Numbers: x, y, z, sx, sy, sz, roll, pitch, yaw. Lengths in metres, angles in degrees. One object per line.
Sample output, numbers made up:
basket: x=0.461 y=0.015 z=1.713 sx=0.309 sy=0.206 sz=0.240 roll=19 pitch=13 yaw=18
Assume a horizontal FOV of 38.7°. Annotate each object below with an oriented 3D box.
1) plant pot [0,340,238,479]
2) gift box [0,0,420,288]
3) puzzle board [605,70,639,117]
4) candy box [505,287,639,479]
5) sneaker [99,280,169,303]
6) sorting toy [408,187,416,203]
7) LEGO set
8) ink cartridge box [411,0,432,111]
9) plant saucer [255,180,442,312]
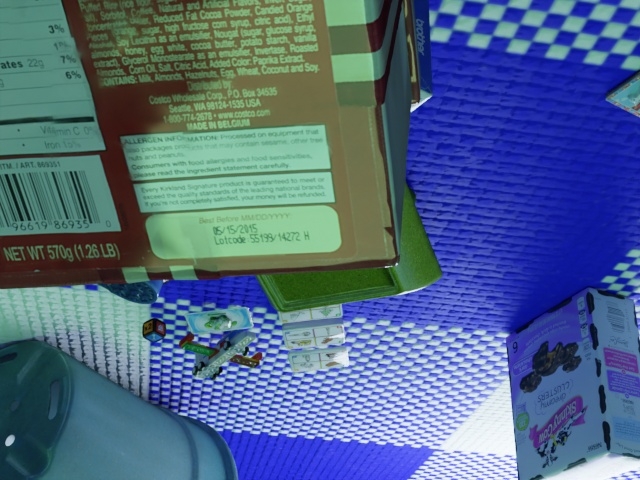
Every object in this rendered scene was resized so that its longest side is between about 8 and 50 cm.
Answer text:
plant pot: x=-0.346 y=0.328 z=1.265 sx=0.341 sy=0.341 sz=0.334 roll=-13 pitch=139 yaw=25
gift box: x=-0.078 y=-0.123 z=0.472 sx=0.255 sy=0.258 sz=0.276 roll=1 pitch=124 yaw=8
puzzle board: x=0.306 y=-0.127 z=0.715 sx=0.096 sy=0.011 sz=0.128 roll=19 pitch=147 yaw=-27
candy box: x=0.298 y=0.179 z=1.064 sx=0.070 sy=0.196 sz=0.165 roll=15 pitch=147 yaw=-21
sneaker: x=-0.233 y=-0.033 z=0.857 sx=0.232 sy=0.090 sz=0.081 roll=33 pitch=144 yaw=-9
sorting toy: x=0.054 y=-0.015 z=0.895 sx=0.061 sy=0.042 sz=0.102 roll=24 pitch=143 yaw=-33
LEGO set: x=-0.092 y=0.112 z=1.144 sx=0.244 sy=0.060 sz=0.182 roll=-7 pitch=144 yaw=1
ink cartridge box: x=0.001 y=-0.103 z=0.689 sx=0.046 sy=0.097 sz=0.207 roll=21 pitch=146 yaw=-29
plant saucer: x=0.000 y=0.000 z=0.864 sx=0.188 sy=0.045 sz=0.188 roll=-11 pitch=129 yaw=21
